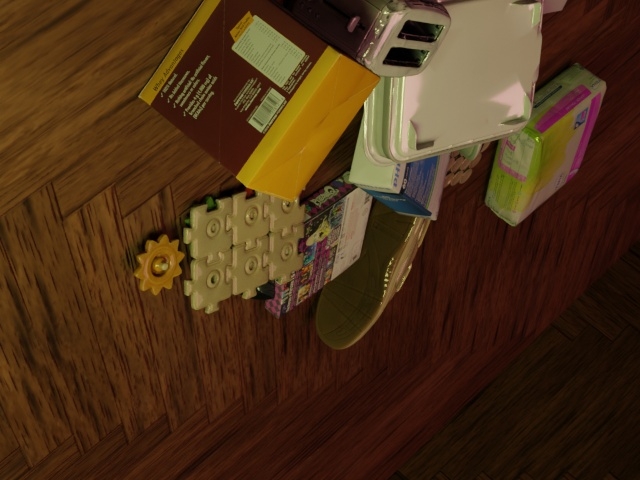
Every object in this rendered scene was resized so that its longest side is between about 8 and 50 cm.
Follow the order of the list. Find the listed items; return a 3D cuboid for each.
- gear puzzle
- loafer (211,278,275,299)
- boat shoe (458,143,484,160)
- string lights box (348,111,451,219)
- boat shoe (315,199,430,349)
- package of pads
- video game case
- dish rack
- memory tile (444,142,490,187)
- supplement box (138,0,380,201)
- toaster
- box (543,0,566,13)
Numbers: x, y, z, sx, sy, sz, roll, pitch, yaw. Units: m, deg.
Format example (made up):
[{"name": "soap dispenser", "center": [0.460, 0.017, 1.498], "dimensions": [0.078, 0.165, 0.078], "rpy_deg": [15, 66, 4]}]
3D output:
[{"name": "gear puzzle", "center": [-0.148, 0.011, 1.869], "dimensions": [0.339, 0.044, 0.176], "rpy_deg": [-21, 120, -45]}, {"name": "loafer", "center": [-0.126, 0.045, 1.996], "dimensions": [0.170, 0.062, 0.061], "rpy_deg": [34, 57, -60]}, {"name": "boat shoe", "center": [0.263, -0.250, 2.157], "dimensions": [0.091, 0.114, 0.302], "rpy_deg": [-36, 155, -15]}, {"name": "string lights box", "center": [0.136, -0.126, 2.102], "dimensions": [0.259, 0.076, 0.133], "rpy_deg": [27, 74, -66]}, {"name": "boat shoe", "center": [0.110, 0.053, 2.327], "dimensions": [0.110, 0.121, 0.341], "rpy_deg": [-3, 127, -59]}, {"name": "package of pads", "center": [0.453, -0.188, 2.605], "dimensions": [0.229, 0.101, 0.297], "rpy_deg": [-38, 154, -26]}, {"name": "video game case", "center": [0.000, 0.000, 2.151], "dimensions": [0.210, 0.042, 0.232], "rpy_deg": [-37, 154, -31]}, {"name": "dish rack", "center": [0.217, -0.259, 1.936], "dimensions": [0.332, 0.072, 0.286], "rpy_deg": [-17, 120, -34]}, {"name": "memory tile", "center": [0.267, -0.150, 2.442], "dimensions": [0.148, 0.012, 0.113], "rpy_deg": [-14, 138, -55]}, {"name": "supplement box", "center": [-0.074, -0.185, 1.547], "dimensions": [0.191, 0.194, 0.129], "rpy_deg": [-54, 157, 9]}, {"name": "toaster", "center": [0.072, -0.298, 1.700], "dimensions": [0.227, 0.146, 0.129], "rpy_deg": [-6, 132, -59]}, {"name": "box", "center": [0.361, -0.434, 2.086], "dimensions": [0.102, 0.087, 0.101], "rpy_deg": [-21, 144, -49]}]
